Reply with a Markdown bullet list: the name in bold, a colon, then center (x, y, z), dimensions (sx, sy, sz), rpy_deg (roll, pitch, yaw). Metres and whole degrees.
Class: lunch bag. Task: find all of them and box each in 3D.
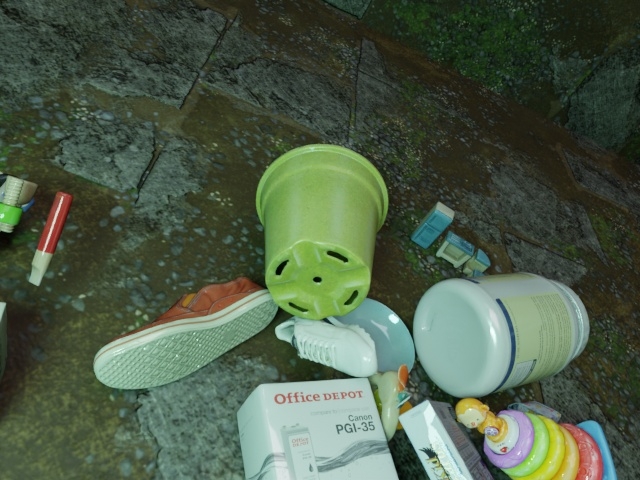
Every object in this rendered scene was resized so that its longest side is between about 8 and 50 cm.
- **lunch bag**: center (0.452, 0.373, 1.059), dimensions (0.071, 0.053, 0.083), rpy_deg (10, 7, -37)

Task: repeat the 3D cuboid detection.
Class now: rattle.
- **rattle**: center (0.148, 0.281, 0.853), dimensions (0.142, 0.200, 0.130), rpy_deg (25, 39, -8)

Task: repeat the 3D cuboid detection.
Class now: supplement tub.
- **supplement tub**: center (0.386, 0.189, 1.058), dimensions (0.324, 0.235, 0.236), rpy_deg (-1, 53, -32)

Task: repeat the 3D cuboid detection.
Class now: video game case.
- **video game case**: center (0.235, 0.386, 0.805), dimensions (0.244, 0.061, 0.269), rpy_deg (60, 9, 27)

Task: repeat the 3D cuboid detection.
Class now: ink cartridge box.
- **ink cartridge box**: center (0.002, 0.363, 0.751), dimensions (0.207, 0.117, 0.283), rpy_deg (5, 50, -28)

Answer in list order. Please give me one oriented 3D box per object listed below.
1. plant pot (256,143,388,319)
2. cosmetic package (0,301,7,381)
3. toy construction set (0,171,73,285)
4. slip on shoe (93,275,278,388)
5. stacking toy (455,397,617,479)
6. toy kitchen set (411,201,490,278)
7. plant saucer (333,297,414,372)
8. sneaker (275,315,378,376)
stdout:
- **plant pot**: center (0.000, 0.000, 0.938), dimensions (0.275, 0.276, 0.254), rpy_deg (21, 35, -14)
- **cosmetic package**: center (-0.553, 0.147, 0.587), dimensions (0.295, 0.153, 0.129), rpy_deg (10, 47, -22)
- **toy construction set**: center (-0.541, 0.000, 0.711), dimensions (0.308, 0.257, 0.238), rpy_deg (17, 87, 4)
- **slip on shoe**: center (-0.219, 0.144, 0.830), dimensions (0.101, 0.123, 0.331), rpy_deg (36, 37, 29)
- **stacking toy**: center (0.362, 0.365, 0.894), dimensions (0.301, 0.175, 0.166), rpy_deg (34, 39, -15)
- **toy kitchen set**: center (0.335, 0.038, 1.247), dimensions (0.207, 0.122, 0.166), rpy_deg (31, 42, -2)
- **plant saucer**: center (0.099, 0.207, 1.013), dimensions (0.194, 0.037, 0.195), rpy_deg (17, 45, -18)
- **sneaker**: center (0.010, 0.188, 0.878), dimensions (0.094, 0.235, 0.090), rpy_deg (-6, 100, -32)
